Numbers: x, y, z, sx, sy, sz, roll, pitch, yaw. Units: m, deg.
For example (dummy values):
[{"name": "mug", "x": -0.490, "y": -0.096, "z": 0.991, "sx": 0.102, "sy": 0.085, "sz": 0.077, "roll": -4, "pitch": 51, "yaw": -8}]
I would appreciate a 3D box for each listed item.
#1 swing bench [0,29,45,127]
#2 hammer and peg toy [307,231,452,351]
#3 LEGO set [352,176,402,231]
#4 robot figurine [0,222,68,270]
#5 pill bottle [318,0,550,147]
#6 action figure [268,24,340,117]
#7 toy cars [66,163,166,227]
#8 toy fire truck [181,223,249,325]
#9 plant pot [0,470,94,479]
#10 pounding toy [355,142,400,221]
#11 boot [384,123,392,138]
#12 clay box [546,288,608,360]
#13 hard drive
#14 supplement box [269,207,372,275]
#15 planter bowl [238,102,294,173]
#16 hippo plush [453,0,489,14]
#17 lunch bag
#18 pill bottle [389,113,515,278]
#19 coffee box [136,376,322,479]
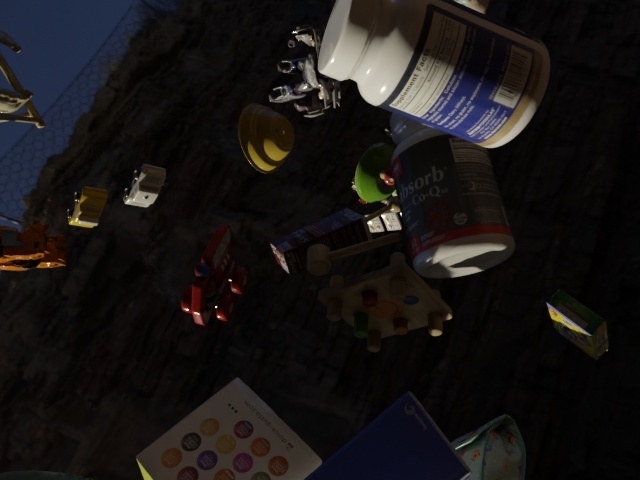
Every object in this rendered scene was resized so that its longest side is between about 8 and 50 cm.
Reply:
[{"name": "swing bench", "x": -0.705, "y": -0.342, "z": 1.084, "sx": 0.253, "sy": 0.165, "sz": 0.254, "roll": -123, "pitch": 22, "yaw": -79}, {"name": "hammer and peg toy", "x": 0.137, "y": 0.133, "z": 1.346, "sx": 0.361, "sy": 0.266, "sz": 0.127, "roll": 43, "pitch": -142, "yaw": -36}, {"name": "LEGO set", "x": 0.212, "y": -0.137, "z": 1.798, "sx": 0.244, "sy": 0.182, "sz": 0.060, "roll": 62, "pitch": -144, "yaw": -35}, {"name": "robot figurine", "x": -0.683, "y": 0.013, "z": 1.105, "sx": 0.211, "sy": 0.291, "sz": 0.085, "roll": 123, "pitch": 148, "yaw": -75}, {"name": "pill bottle", "x": 0.140, "y": -0.230, "z": 0.702, "sx": 0.153, "sy": 0.265, "sz": 0.153, "roll": -163, "pitch": 90, "yaw": -75}, {"name": "action figure", "x": -0.030, "y": -0.363, "z": 1.202, "sx": 0.285, "sy": 0.099, "sz": 0.185, "roll": -158, "pitch": 68, "yaw": -68}, {"name": "toy cars", "x": -0.675, "y": -0.125, "z": 1.815, "sx": 0.176, "sy": 0.394, "sz": 0.087, "roll": 63, "pitch": -172, "yaw": -59}, {"name": "toy fire truck", "x": -0.373, "y": 0.123, "z": 1.892, "sx": 0.254, "sy": 0.169, "sz": 0.302, "roll": 88, "pitch": -163, "yaw": -46}, {"name": "plant pot", "x": -0.641, "y": 0.658, "z": 1.215, "sx": 0.290, "sy": 0.290, "sz": 0.195, "roll": 80, "pitch": -176, "yaw": -50}, {"name": "pounding toy", "x": 0.203, "y": -0.163, "z": 1.611, "sx": 0.183, "sy": 0.110, "sz": 0.236, "roll": -27, "pitch": -54, "yaw": -33}, {"name": "boot", "x": 0.214, "y": -0.335, "z": 1.506, "sx": 0.099, "sy": 0.045, "sz": 0.121, "roll": -49, "pitch": -55, "yaw": 1}, {"name": "clay box", "x": 0.634, "y": 0.214, "z": 1.344, "sx": 0.053, "sy": 0.127, "sz": 0.222, "roll": -45, "pitch": -40, "yaw": -2}, {"name": "hard drive", "x": 0.137, "y": 0.514, "z": 1.195, "sx": 0.319, "sy": 0.210, "sz": 0.040, "roll": -41, "pitch": -38, "yaw": 3}, {"name": "supplement box", "x": 0.000, "y": 0.000, "z": 1.451, "sx": 0.239, "sy": 0.130, "sz": 0.073, "roll": -25, "pitch": -69, "yaw": -14}, {"name": "planter bowl", "x": -0.141, "y": -0.316, "z": 1.649, "sx": 0.217, "sy": 0.090, "sz": 0.217, "roll": 15, "pitch": -108, "yaw": -54}, {"name": "hippo plush", "x": 0.178, "y": -0.483, "z": 1.075, "sx": 0.234, "sy": 0.294, "sz": 0.236, "roll": 10, "pitch": -113, "yaw": -45}, {"name": "lunch bag", "x": 0.423, "y": 0.607, "z": 1.463, "sx": 0.223, "sy": 0.160, "sz": 0.262, "roll": -56, "pitch": 8, "yaw": 45}, {"name": "pill bottle", "x": 0.266, "y": -0.118, "z": 1.174, "sx": 0.210, "sy": 0.210, "sz": 0.362, "roll": 48, "pitch": -150, "yaw": -65}, {"name": "coffee box", "x": -0.234, "y": 0.657, "z": 1.457, "sx": 0.334, "sy": 0.338, "sz": 0.338, "roll": -33, "pitch": -35, "yaw": -34}]
